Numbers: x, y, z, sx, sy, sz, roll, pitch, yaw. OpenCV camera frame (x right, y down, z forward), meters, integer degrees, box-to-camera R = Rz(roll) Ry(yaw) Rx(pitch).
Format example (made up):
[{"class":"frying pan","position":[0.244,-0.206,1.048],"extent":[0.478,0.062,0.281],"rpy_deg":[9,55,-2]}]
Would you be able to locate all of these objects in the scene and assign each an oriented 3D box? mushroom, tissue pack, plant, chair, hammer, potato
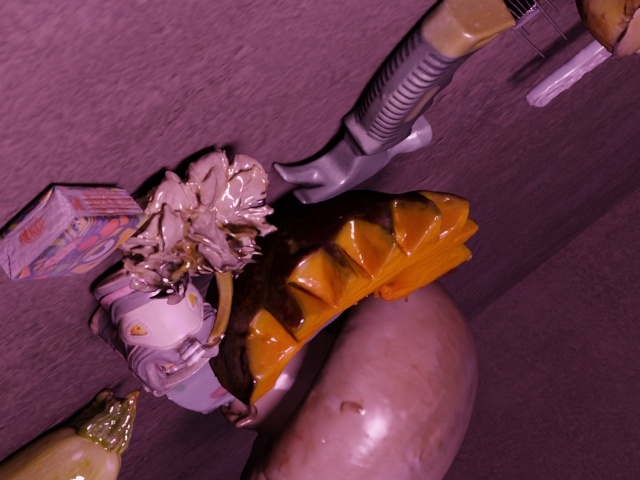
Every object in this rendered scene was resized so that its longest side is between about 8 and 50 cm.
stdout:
[{"class":"mushroom","position":[0.008,0.180,1.694],"extent":[0.362,0.295,0.362],"rpy_deg":[-62,-177,6]},{"class":"tissue pack","position":[-0.152,-0.006,0.912],"extent":[0.063,0.035,0.083],"rpy_deg":[-39,167,17]},{"class":"plant","position":[-0.073,0.007,0.999],"extent":[0.116,0.122,0.104],"rpy_deg":[-27,157,-8]},{"class":"chair","position":[0.146,-0.175,1.112],"extent":[0.037,0.042,0.086],"rpy_deg":[-38,132,19]},{"class":"hammer","position":[0.059,-0.104,1.117],"extent":[0.159,0.041,0.226],"rpy_deg":[-30,169,-36]},{"class":"potato","position":[0.263,-0.224,1.138],"extent":[0.200,0.081,0.164],"rpy_deg":[-33,161,-30]}]

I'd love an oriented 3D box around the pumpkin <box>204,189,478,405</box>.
[{"class":"pumpkin","position":[0.000,0.000,1.220],"extent":[0.254,0.149,0.130],"rpy_deg":[-31,148,-28]}]

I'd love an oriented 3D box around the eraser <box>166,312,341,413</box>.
[{"class":"eraser","position":[-0.035,0.065,1.448],"extent":[0.227,0.081,0.174],"rpy_deg":[-43,171,29]}]

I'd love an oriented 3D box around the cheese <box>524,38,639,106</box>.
[{"class":"cheese","position":[0.285,-0.203,1.308],"extent":[0.249,0.071,0.163],"rpy_deg":[-34,169,-4]}]

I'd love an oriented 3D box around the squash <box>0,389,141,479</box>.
[{"class":"squash","position":[-0.268,0.263,1.459],"extent":[0.287,0.137,0.137],"rpy_deg":[-36,169,-6]}]

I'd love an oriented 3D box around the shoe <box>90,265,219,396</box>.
[{"class":"shoe","position":[-0.119,0.068,1.169],"extent":[0.089,0.092,0.180],"rpy_deg":[-32,169,-16]}]
